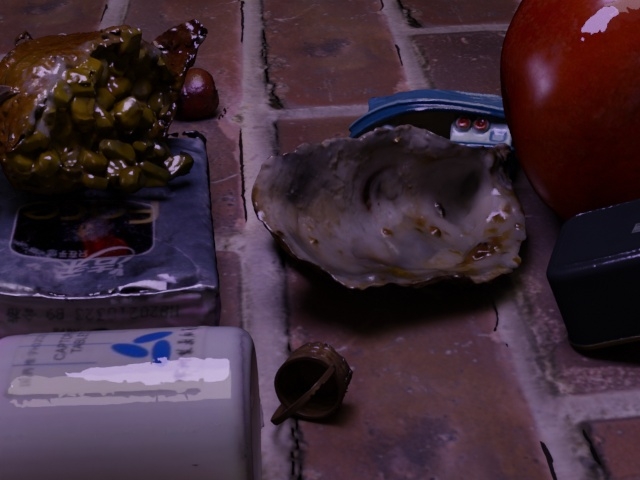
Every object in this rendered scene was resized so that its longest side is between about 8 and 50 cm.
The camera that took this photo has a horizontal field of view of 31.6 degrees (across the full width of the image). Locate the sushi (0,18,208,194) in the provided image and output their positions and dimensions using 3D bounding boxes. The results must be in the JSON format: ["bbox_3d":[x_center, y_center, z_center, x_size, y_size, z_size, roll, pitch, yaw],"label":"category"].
[{"bbox_3d":[-0.233,-0.144,1.208,0.179,0.167,0.296,4,15,28],"label":"sushi"}]

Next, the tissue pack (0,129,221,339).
[{"bbox_3d":[-0.240,0.003,1.204,0.259,0.122,0.361,-2,28,-6],"label":"tissue pack"}]

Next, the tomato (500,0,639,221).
[{"bbox_3d":[0.350,-0.166,1.264,0.289,0.325,0.293,-13,41,6],"label":"tomato"}]

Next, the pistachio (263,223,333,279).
[{"bbox_3d":[0.000,0.000,1.262,0.089,0.049,0.173,-26,47,-25],"label":"pistachio"}]

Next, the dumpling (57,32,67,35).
[{"bbox_3d":[-0.365,-0.190,1.560,0.151,0.124,0.229,-43,44,5],"label":"dumpling"}]

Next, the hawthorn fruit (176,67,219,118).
[{"bbox_3d":[-0.182,-0.208,1.614,0.077,0.077,0.077,-2,30,1],"label":"hawthorn fruit"}]

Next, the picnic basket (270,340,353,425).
[{"bbox_3d":[-0.012,0.135,1.010,0.072,0.072,0.083,9,23,18],"label":"picnic basket"}]

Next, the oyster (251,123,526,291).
[{"bbox_3d":[0.113,-0.015,1.219,0.396,0.111,0.204,-8,60,-37],"label":"oyster"}]

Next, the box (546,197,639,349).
[{"bbox_3d":[0.327,0.018,1.096,0.201,0.090,0.144,-16,21,30],"label":"box"}]

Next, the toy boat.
[{"bbox_3d":[0.152,-0.133,1.446,0.237,0.109,0.098,6,65,13],"label":"toy boat"}]

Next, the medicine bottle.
[{"bbox_3d":[-0.194,0.156,0.888,0.292,0.170,0.170,-4,30,0],"label":"medicine bottle"}]
